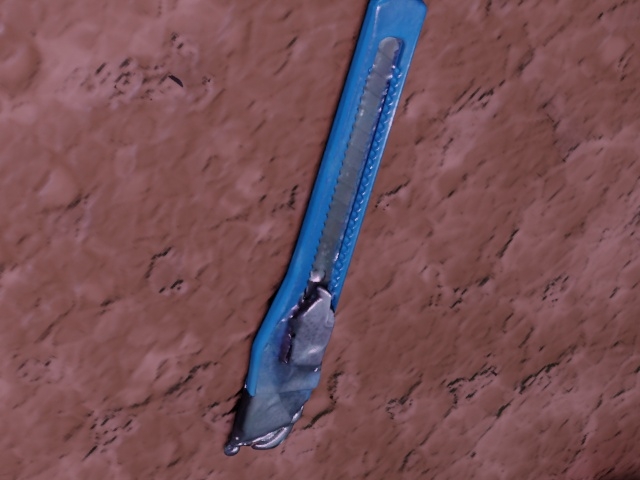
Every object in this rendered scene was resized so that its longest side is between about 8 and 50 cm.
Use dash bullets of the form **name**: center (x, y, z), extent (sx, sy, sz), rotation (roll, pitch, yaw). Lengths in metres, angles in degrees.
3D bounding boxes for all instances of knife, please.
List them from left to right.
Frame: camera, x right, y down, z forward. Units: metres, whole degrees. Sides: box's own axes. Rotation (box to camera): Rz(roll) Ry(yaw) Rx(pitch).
- **knife**: center (0.001, 0.001, 0.903), extent (0.044, 0.026, 0.297), rotation (4, 123, -21)
